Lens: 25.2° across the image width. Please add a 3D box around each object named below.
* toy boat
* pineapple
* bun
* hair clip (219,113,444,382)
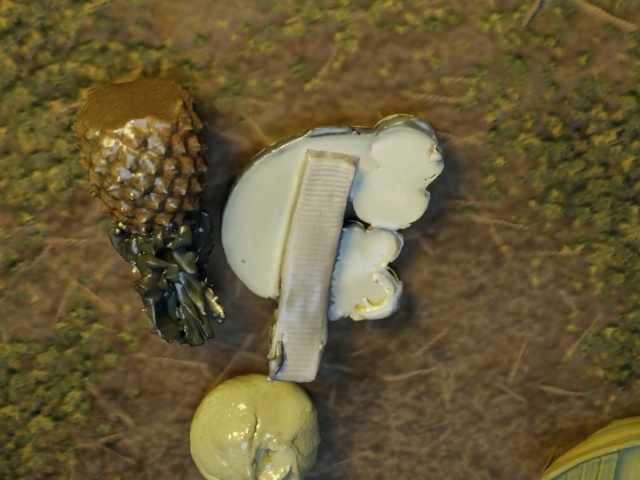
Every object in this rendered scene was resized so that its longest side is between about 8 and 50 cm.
[{"bbox_3d":[0.221,0.152,0.917,0.172,0.066,0.065,-1,123,-5],"label":"toy boat"},{"bbox_3d":[-0.087,-0.009,0.787,0.074,0.074,0.159,-9,124,-1],"label":"pineapple"},{"bbox_3d":[-0.039,0.127,0.878,0.086,0.055,0.086,-3,121,-5],"label":"bun"},{"bbox_3d":[0.000,0.000,0.814,0.116,0.049,0.172,5,117,-14],"label":"hair clip"}]
